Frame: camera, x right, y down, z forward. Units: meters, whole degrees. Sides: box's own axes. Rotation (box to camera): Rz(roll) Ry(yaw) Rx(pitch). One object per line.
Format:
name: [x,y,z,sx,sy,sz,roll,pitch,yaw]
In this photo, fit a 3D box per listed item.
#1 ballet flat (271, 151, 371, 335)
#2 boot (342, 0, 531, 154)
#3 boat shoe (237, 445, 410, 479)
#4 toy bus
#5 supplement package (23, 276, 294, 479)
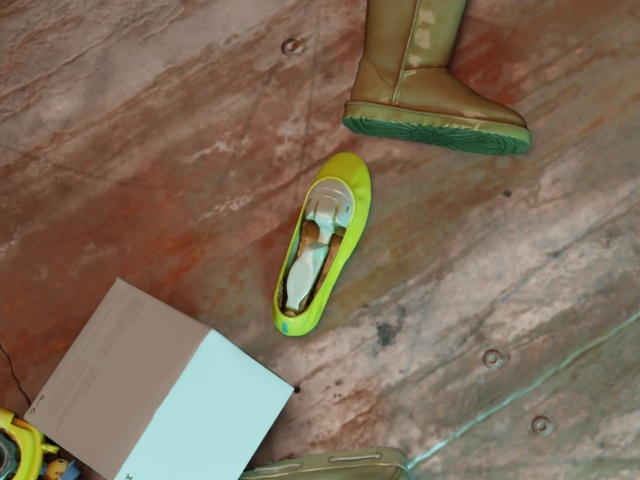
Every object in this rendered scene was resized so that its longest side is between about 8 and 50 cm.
ballet flat: [0.000,0.000,1.914,0.077,0.077,0.231,18,82,14]
boot: [0.153,-0.249,1.938,0.236,0.089,0.269,11,79,11]
boat shoe: [-0.041,0.295,1.859,0.302,0.109,0.094,-5,45,11]
toy bus: [-0.319,0.316,1.876,0.211,0.149,0.220,15,78,-1]
supplement package: [-0.179,0.179,1.820,0.203,0.149,0.194,23,77,50]
